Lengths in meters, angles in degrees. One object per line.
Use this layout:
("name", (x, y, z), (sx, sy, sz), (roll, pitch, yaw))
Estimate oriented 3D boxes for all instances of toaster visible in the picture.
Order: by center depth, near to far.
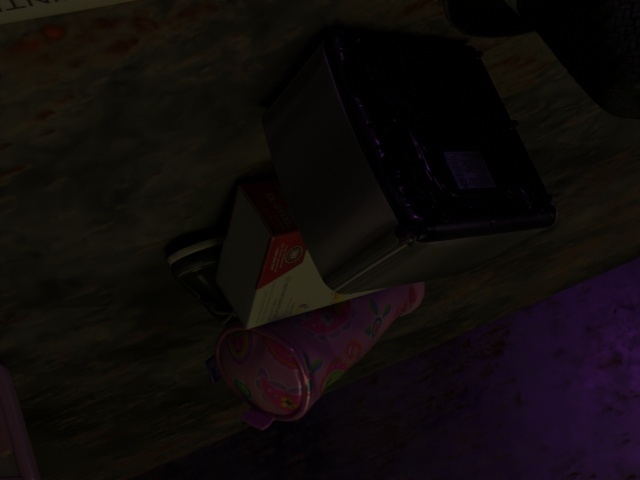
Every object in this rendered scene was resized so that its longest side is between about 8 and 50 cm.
("toaster", (0.060, -0.057, 0.588), (0.186, 0.168, 0.110), (-7, 157, -41))

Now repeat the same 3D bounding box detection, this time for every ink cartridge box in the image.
("ink cartridge box", (0.000, 0.000, 0.769), (0.175, 0.072, 0.127), (-13, 140, -31))

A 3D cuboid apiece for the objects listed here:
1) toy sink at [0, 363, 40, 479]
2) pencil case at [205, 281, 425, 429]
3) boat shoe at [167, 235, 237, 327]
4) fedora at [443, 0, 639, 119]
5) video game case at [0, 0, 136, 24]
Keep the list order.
("toy sink", (-0.398, 0.217, 0.849), (0.131, 0.152, 0.234), (-24, 161, 2))
("pencil case", (0.007, 0.089, 0.882), (0.124, 0.124, 0.284), (-38, 178, 40))
("boat shoe", (-0.092, 0.054, 0.868), (0.084, 0.079, 0.233), (-24, 159, 6))
("fedora", (0.248, -0.174, 0.474), (0.334, 0.152, 0.334), (-23, 166, -6))
("video game case", (-0.162, -0.145, 0.227), (0.248, 0.035, 0.275), (-12, 162, -6))
